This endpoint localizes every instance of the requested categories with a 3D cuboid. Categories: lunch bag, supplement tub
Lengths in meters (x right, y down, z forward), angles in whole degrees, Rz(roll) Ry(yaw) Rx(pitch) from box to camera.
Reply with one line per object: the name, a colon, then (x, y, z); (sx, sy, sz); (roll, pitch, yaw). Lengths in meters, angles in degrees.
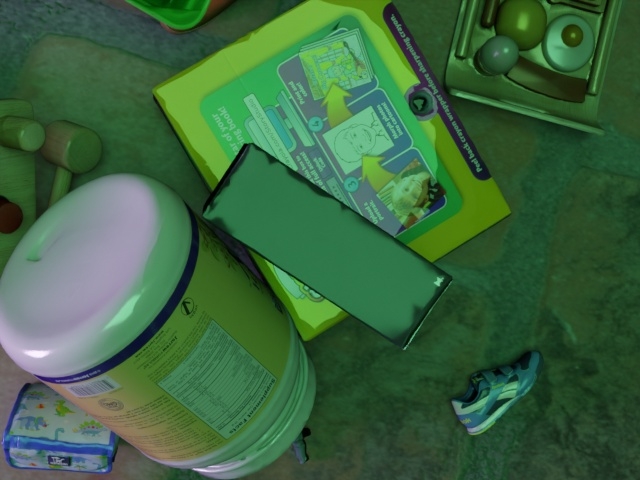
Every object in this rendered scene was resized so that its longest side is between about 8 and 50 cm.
lunch bag: (-0.308, 0.231, 1.228); (0.128, 0.151, 0.096); (6, 90, -9)
supplement tub: (-0.170, 0.108, 1.139); (0.241, 0.241, 0.331); (-45, 133, -5)

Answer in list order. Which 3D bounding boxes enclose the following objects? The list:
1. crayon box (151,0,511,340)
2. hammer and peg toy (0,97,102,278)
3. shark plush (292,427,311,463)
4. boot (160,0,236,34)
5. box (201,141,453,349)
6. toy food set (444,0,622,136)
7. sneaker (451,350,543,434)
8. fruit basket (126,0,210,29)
crayon box: (0.014, -0.108, 1.287); (0.313, 0.106, 0.363); (-31, 96, -5)
hammer and peg toy: (-0.384, -0.023, 1.138); (0.361, 0.127, 0.266); (-13, 110, -49)
shark plush: (-0.058, 0.217, 1.327); (0.067, 0.073, 0.161); (-26, 116, 13)
boot: (-0.108, -0.322, 1.237); (0.197, 0.152, 0.073); (-40, 111, -5)
box: (0.000, 0.000, 1.145); (0.261, 0.184, 0.103); (34, 89, -7)
toy food set: (0.302, -0.309, 1.329); (0.219, 0.092, 0.306); (14, 90, -8)
sneaker: (0.236, 0.192, 1.351); (0.144, 0.053, 0.059); (-43, 94, -6)
fruit basket: (-0.175, -0.451, 1.106); (0.283, 0.392, 0.392); (27, 88, -24)
